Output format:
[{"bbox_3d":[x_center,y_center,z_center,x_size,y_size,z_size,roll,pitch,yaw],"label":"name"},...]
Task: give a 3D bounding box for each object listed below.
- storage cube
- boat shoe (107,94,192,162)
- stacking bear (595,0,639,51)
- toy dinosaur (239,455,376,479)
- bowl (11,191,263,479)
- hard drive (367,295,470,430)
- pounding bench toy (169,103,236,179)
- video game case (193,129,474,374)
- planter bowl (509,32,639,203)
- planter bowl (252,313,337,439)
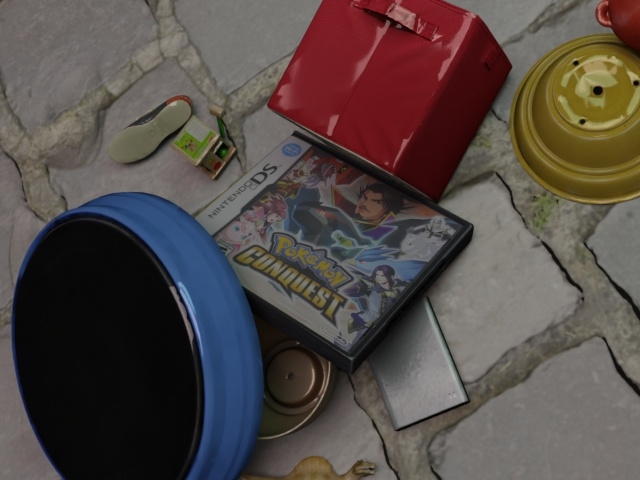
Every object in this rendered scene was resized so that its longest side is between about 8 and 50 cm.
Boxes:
[{"bbox_3d":[0.087,-0.181,1.121,0.183,0.215,0.193,30,94,23],"label":"storage cube"},{"bbox_3d":[-0.234,-0.155,1.312,0.137,0.049,0.043,-33,26,11],"label":"boat shoe"},{"bbox_3d":[0.432,-0.195,0.998,0.289,0.164,0.175,41,98,11],"label":"stacking bear"},{"bbox_3d":[-0.021,0.299,1.123,0.183,0.053,0.093,-6,59,10],"label":"toy dinosaur"},{"bbox_3d":[-0.233,0.139,1.118,0.391,0.077,0.391,7,101,40],"label":"bowl"},{"bbox_3d":[0.108,0.144,1.125,0.094,0.022,0.135,-25,69,12],"label":"hard drive"},{"bbox_3d":[-0.144,-0.133,1.262,0.052,0.065,0.083,37,90,24],"label":"pounding bench toy"},{"bbox_3d":[0.000,0.000,1.125,0.274,0.035,0.248,30,54,24],"label":"video game case"},{"bbox_3d":[0.321,-0.158,1.095,0.217,0.090,0.217,-5,74,18],"label":"planter bowl"},{"bbox_3d":[-0.049,0.157,1.129,0.162,0.109,0.162,-5,74,17],"label":"planter bowl"}]
